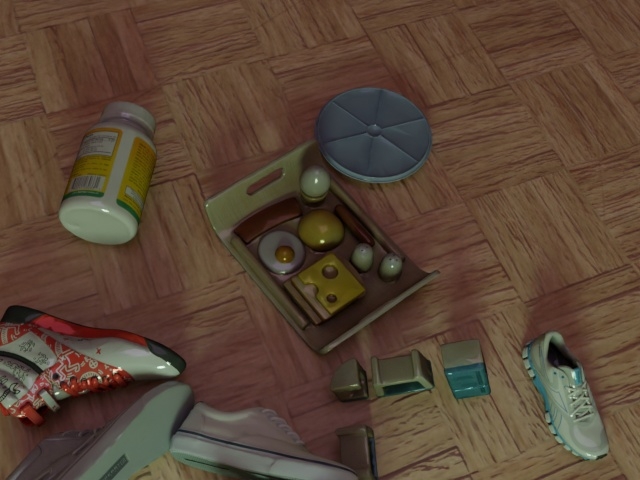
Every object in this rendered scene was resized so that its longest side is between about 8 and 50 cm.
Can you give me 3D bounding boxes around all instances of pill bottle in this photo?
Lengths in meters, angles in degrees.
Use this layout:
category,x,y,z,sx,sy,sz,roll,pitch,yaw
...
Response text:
category,x,y,z,sx,sy,sz,roll,pitch,yaw
pill bottle,-0.320,-0.108,1.162,0.118,0.117,0.208,7,60,0

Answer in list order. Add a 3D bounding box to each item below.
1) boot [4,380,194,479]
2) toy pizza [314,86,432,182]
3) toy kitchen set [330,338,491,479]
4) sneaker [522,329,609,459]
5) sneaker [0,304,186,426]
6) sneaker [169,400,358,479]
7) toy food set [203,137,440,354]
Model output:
category,x,y,z,sx,sy,sz,roll,pitch,yaw
boot,-0.288,0.259,0.969,0.124,0.095,0.258,11,35,33
toy pizza,0.090,-0.178,1.283,0.201,0.032,0.201,2,61,-4
toy kitchen set,0.131,0.245,1.018,0.207,0.122,0.166,-11,60,12
sneaker,0.348,0.212,1.052,0.071,0.083,0.190,-17,64,-15
sneaker,-0.327,0.188,1.010,0.270,0.090,0.144,13,61,7
sneaker,-0.069,0.261,0.960,0.258,0.094,0.091,10,59,19
toy food set,0.000,0.000,1.139,0.220,0.092,0.306,-33,67,-21
